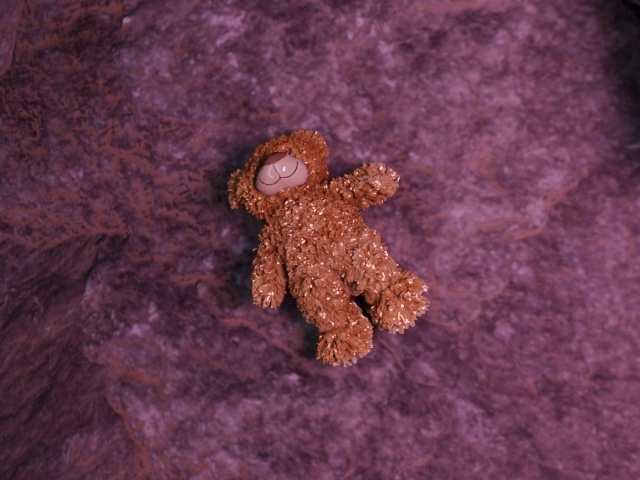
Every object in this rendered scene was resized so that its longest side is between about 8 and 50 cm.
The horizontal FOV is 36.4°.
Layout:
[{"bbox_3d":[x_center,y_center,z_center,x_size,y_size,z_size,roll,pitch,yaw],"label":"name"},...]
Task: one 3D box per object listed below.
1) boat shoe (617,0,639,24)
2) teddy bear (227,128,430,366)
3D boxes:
[{"bbox_3d":[0.393,-0.289,1.048,0.156,0.187,0.500,-9,76,34],"label":"boat shoe"},{"bbox_3d":[0.000,0.000,1.282,0.245,0.113,0.338,-20,76,25],"label":"teddy bear"}]
